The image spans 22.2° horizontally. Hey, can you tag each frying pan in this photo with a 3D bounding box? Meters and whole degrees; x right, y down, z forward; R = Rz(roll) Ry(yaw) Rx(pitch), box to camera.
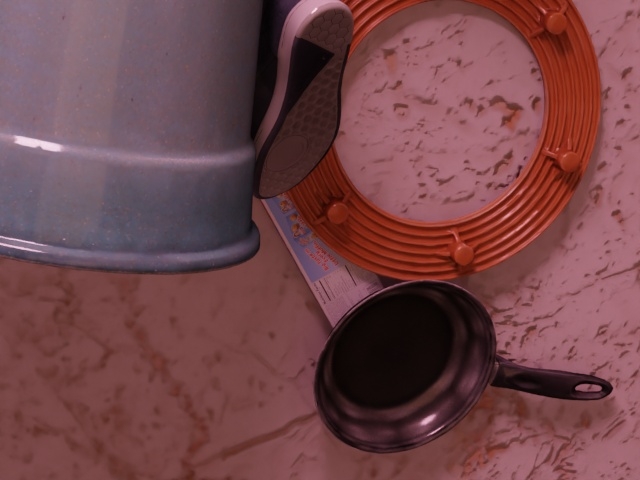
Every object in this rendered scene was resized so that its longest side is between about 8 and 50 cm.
[{"bbox_3d":[0.141,0.107,1.638,0.326,0.053,0.197,-14,120,-17],"label":"frying pan"}]

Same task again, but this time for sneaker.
[{"bbox_3d":[-0.052,-0.163,1.467,0.086,0.163,0.226,-16,139,-34],"label":"sneaker"}]

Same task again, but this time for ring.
[{"bbox_3d":[0.118,-0.120,1.556,0.336,0.032,0.337,-5,107,-16],"label":"ring"}]

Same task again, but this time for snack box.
[{"bbox_3d":[0.000,0.000,1.585,0.064,0.022,0.178,-30,113,-3],"label":"snack box"}]

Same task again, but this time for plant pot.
[{"bbox_3d":[-0.186,-0.183,1.314,0.341,0.341,0.334,8,103,-16],"label":"plant pot"}]
